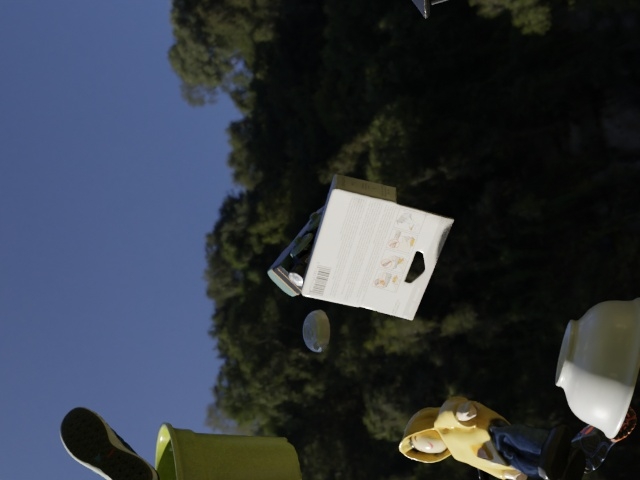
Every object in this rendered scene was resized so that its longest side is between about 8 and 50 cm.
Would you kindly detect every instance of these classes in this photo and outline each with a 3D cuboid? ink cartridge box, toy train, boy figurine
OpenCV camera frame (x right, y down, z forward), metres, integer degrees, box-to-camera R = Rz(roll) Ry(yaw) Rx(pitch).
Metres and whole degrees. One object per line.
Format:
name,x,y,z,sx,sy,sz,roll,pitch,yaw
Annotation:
ink cartridge box,0.118,0.020,1.897,0.261,0.296,0.066,14,-144,-6
toy train,0.000,0.000,2.265,0.142,0.190,0.334,43,-124,-11
boy figurine,0.229,0.288,1.265,0.092,0.285,0.177,-56,-52,-29

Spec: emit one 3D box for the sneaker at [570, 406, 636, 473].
sneaker,0.635,0.465,2.034,0.083,0.221,0.087,53,179,7

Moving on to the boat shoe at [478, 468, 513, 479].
boat shoe,0.298,0.370,1.500,0.076,0.080,0.228,57,-159,-20

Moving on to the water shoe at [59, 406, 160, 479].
water shoe,-0.333,0.344,1.382,0.073,0.203,0.080,-46,-29,-19

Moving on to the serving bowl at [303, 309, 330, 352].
serving bowl,-0.013,0.177,1.709,0.027,0.083,0.083,3,-112,-30

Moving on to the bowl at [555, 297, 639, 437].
bowl,0.571,0.248,1.823,0.298,0.134,0.298,14,-90,-79

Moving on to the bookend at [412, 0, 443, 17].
bookend,0.231,-0.482,1.486,0.157,0.156,0.072,79,171,-46

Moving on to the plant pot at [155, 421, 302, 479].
plant pot,-0.179,0.488,1.726,0.253,0.276,0.276,-1,-111,-20
